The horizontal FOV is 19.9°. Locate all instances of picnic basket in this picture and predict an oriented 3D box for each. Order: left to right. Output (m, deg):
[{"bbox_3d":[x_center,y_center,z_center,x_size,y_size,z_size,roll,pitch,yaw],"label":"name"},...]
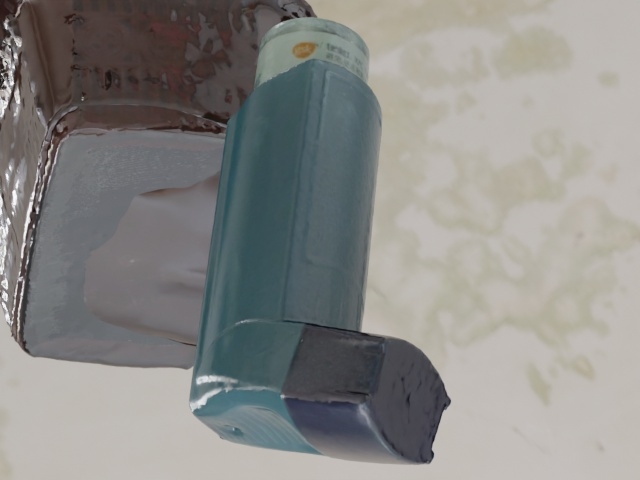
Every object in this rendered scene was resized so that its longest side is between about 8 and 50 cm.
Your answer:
[{"bbox_3d":[-0.123,-0.037,1.187,0.222,0.297,0.129,6,-133,-13],"label":"picnic basket"}]

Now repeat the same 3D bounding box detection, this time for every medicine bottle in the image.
[{"bbox_3d":[0.000,0.000,0.942,0.124,0.079,0.258,-15,-126,27],"label":"medicine bottle"}]
